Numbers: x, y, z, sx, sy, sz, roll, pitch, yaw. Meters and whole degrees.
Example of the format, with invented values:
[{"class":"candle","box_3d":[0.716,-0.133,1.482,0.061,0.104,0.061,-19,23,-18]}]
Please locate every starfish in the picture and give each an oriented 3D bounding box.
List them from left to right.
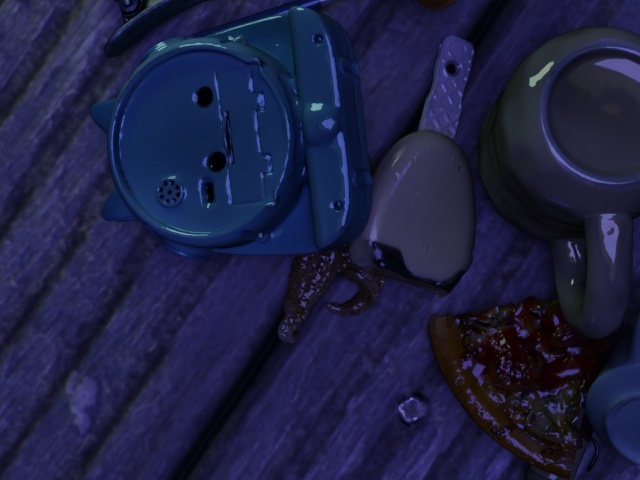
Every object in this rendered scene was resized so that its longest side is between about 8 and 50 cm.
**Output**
[{"class":"starfish","box_3d":[-0.001,0.000,1.264,0.150,0.053,0.209,21,92,2]}]

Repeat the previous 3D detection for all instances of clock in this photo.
[{"class":"clock","box_3d":[-0.094,-0.088,1.210,0.274,0.094,0.223,-9,88,16]}]

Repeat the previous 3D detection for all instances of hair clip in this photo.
[{"class":"hair clip","box_3d":[-0.080,-0.244,1.249,0.275,0.048,0.083,-12,76,1]}]

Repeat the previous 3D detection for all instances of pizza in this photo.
[{"class":"pizza","box_3d":[0.212,0.105,1.257,0.201,0.053,0.193,41,76,14]}]

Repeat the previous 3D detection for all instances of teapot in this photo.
[{"class":"teapot","box_3d":[0.341,0.133,1.220,0.159,0.159,0.232,-31,121,-1]}]

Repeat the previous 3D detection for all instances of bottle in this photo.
[{"class":"bottle","box_3d":[0.243,0.201,1.281,0.063,0.047,0.101,28,85,-13]}]

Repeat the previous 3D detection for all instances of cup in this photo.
[{"class":"cup","box_3d":[0.224,-0.055,1.179,0.173,0.202,0.255,21,82,0]}]

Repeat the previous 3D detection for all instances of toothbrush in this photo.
[{"class":"toothbrush","box_3d":[-0.021,-0.228,1.277,0.276,0.025,0.019,-19,86,1]}]

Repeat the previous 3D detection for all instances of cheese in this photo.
[{"class":"cheese","box_3d":[0.108,-0.078,1.260,0.127,0.054,0.251,19,79,-26]}]

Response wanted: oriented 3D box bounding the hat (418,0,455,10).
[{"class":"hat","box_3d":[0.013,-0.351,1.227,0.233,0.244,0.233,10,46,28]}]
